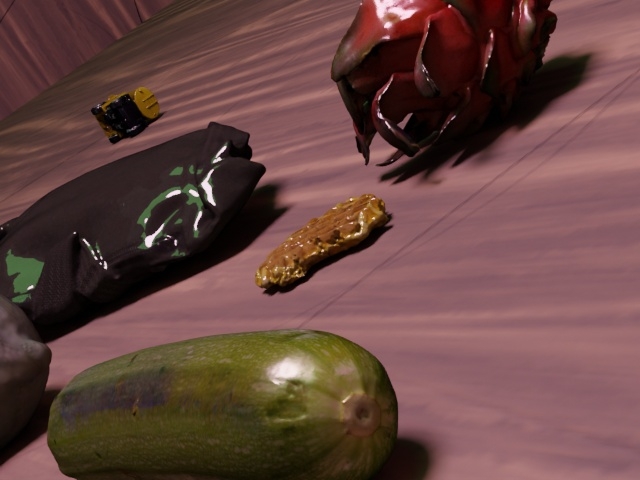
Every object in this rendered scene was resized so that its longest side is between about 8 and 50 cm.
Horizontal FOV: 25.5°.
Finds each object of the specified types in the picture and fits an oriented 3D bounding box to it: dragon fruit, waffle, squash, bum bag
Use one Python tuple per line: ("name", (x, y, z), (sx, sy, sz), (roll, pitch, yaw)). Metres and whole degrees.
("dragon fruit", (0.072, -0.112, 0.831), (0.142, 0.130, 0.121), (-37, 48, -19))
("waffle", (-0.001, 0.000, 0.792), (0.085, 0.016, 0.078), (-33, 11, -1))
("squash", (-0.047, 0.072, 0.571), (0.066, 0.066, 0.229), (-43, 16, -32))
("bum bag", (-0.161, 0.001, 1.011), (0.326, 0.080, 0.142), (-21, 26, 28))

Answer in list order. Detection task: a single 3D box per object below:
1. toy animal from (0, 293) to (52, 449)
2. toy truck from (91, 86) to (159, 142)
("toy animal", (-0.247, 0.081, 0.884), (0.125, 0.127, 0.251), (-64, 14, -8))
("toy truck", (-0.232, -0.151, 1.680), (0.054, 0.049, 0.083), (-40, 17, -30))
